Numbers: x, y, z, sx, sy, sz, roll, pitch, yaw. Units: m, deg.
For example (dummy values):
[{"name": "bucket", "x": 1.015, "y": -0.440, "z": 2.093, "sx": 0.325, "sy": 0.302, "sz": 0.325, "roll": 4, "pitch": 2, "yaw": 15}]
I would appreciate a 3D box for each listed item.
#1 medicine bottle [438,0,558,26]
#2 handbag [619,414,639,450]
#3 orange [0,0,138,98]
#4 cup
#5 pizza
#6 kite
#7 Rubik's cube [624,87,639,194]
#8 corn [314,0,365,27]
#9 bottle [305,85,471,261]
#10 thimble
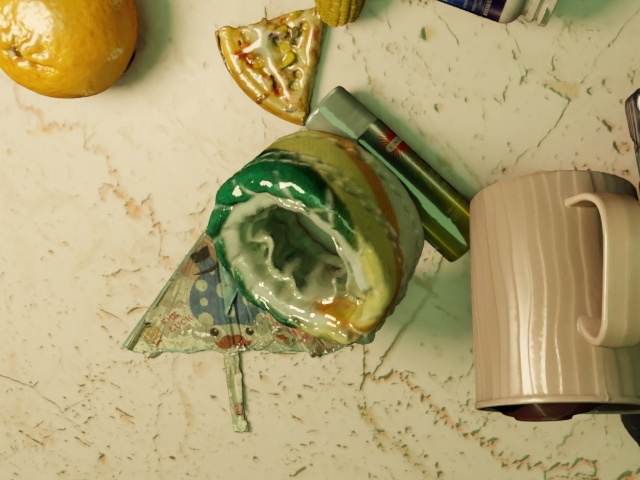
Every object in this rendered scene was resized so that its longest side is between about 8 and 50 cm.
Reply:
[{"name": "medicine bottle", "x": 0.208, "y": -0.339, "z": 0.863, "sx": 0.191, "sy": 0.107, "sz": 0.107, "roll": 23, "pitch": 107, "yaw": 7}, {"name": "handbag", "x": 0.618, "y": 0.259, "z": 0.903, "sx": 0.329, "sy": 0.122, "sz": 0.303, "roll": -41, "pitch": 91, "yaw": 17}, {"name": "orange", "x": -0.369, "y": -0.308, "z": 0.972, "sx": 0.219, "sy": 0.193, "sz": 0.219, "roll": 0, "pitch": 116, "yaw": 1}, {"name": "cup", "x": 0.270, "y": 0.066, "z": 0.788, "sx": 0.208, "sy": 0.288, "sz": 0.273, "roll": -7, "pitch": 71, "yaw": 26}, {"name": "pizza", "x": -0.044, "y": -0.261, "z": 0.980, "sx": 0.176, "sy": 0.036, "sz": 0.185, "roll": -32, "pitch": 94, "yaw": 18}, {"name": "kite", "x": -0.148, "y": 0.144, "z": 1.113, "sx": 0.405, "sy": 0.014, "sz": 0.369, "roll": -3, "pitch": 102, "yaw": 14}, {"name": "Rubik's cube", "x": 0.503, "y": -0.054, "z": 0.740, "sx": 0.292, "sy": 0.287, "sz": 0.292, "roll": -7, "pitch": 97, "yaw": 24}, {"name": "corn", "x": 0.032, "y": -0.370, "z": 0.857, "sx": 0.080, "sy": 0.080, "sz": 0.238, "roll": 17, "pitch": 149, "yaw": 9}, {"name": "bottle", "x": 0.105, "y": -0.094, "z": 0.960, "sx": 0.286, "sy": 0.082, "sz": 0.082, "roll": 42, "pitch": 109, "yaw": 1}, {"name": "thimble", "x": 0.000, "y": 0.000, "z": 0.924, "sx": 0.288, "sy": 0.167, "sz": 0.254, "roll": 48, "pitch": 135, "yaw": -3}]
